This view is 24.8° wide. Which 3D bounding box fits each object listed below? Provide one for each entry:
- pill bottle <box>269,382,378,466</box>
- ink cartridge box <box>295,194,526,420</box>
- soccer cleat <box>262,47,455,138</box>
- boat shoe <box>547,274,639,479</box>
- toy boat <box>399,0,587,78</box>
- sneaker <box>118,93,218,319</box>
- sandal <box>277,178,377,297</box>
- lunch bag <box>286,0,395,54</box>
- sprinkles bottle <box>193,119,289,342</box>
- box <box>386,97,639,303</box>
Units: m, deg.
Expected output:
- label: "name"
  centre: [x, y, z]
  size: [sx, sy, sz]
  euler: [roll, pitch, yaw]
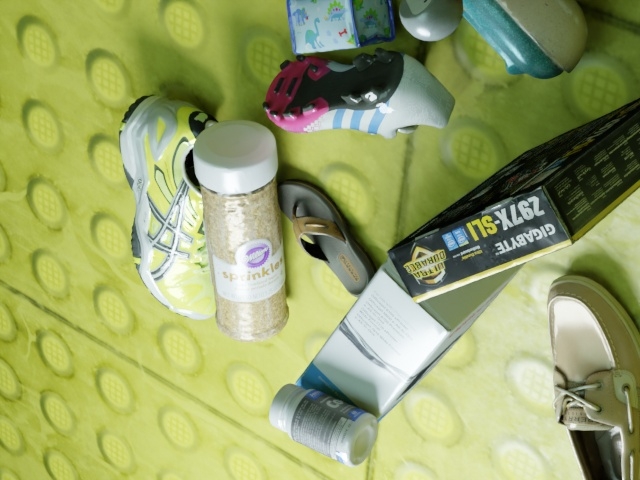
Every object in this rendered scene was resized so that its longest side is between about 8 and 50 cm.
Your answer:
- label: "pill bottle"
  centre: [0.003, 0.249, 1.983]
  size: [0.137, 0.078, 0.078]
  euler: [21, 129, 29]
- label: "ink cartridge box"
  centre: [0.126, 0.108, 2.002]
  size: [0.129, 0.223, 0.307]
  euler: [44, 138, 10]
- label: "soccer cleat"
  centre: [0.047, -0.182, 1.971]
  size: [0.143, 0.116, 0.331]
  euler: [28, 167, -31]
- label: "boat shoe"
  centre: [0.371, 0.211, 1.932]
  size: [0.121, 0.110, 0.341]
  euler: [-7, 111, 45]
- label: "toy boat"
  centre: [0.176, -0.282, 1.643]
  size: [0.148, 0.318, 0.267]
  euler: [-42, 83, 14]
- label: "sneaker"
  centre: [-0.208, -0.036, 2.277]
  size: [0.147, 0.145, 0.385]
  euler: [11, 126, 34]
- label: "sandal"
  centre: [0.000, 0.000, 2.166]
  size: [0.219, 0.060, 0.090]
  euler: [55, 138, 8]
- label: "lunch bag"
  centre: [0.019, -0.327, 1.919]
  size: [0.128, 0.096, 0.151]
  euler: [2, 103, 44]
- label: "sprinkles bottle"
  centre: [-0.115, -0.009, 2.192]
  size: [0.121, 0.121, 0.355]
  euler: [25, 139, 29]
- label: "box"
  centre: [0.264, -0.057, 1.695]
  size: [0.257, 0.322, 0.079]
  euler: [-22, 99, 47]
